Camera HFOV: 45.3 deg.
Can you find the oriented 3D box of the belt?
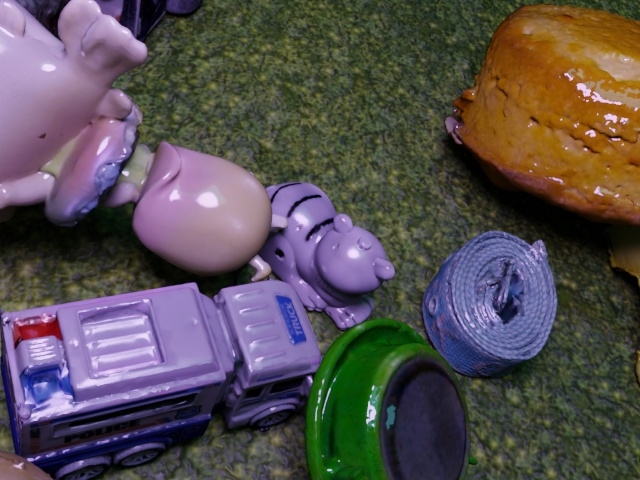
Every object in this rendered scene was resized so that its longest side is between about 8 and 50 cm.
[{"bbox_3d":[0.192,0.068,0.856,0.148,0.082,0.163,10,55,-17],"label":"belt"}]

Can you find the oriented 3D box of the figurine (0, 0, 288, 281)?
[{"bbox_3d":[-0.191,-0.082,0.675,0.394,0.274,0.226,29,51,-22],"label":"figurine"}]

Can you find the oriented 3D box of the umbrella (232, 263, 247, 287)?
[{"bbox_3d":[-0.088,0.003,0.840,0.022,0.022,0.148,30,47,-31],"label":"umbrella"}]

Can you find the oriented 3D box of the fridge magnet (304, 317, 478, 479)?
[{"bbox_3d":[0.067,0.174,0.696,0.208,0.088,0.207,15,70,-46],"label":"fridge magnet"}]

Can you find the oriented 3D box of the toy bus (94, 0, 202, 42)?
[{"bbox_3d":[-0.224,-0.475,1.003,0.249,0.209,0.439,24,52,0],"label":"toy bus"}]

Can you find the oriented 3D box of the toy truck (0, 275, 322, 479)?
[{"bbox_3d":[-0.130,0.108,0.667,0.268,0.155,0.124,-10,60,-25],"label":"toy truck"}]

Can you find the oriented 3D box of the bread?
[{"bbox_3d":[0.349,-0.168,0.961,0.359,0.204,0.337,18,30,16],"label":"bread"}]

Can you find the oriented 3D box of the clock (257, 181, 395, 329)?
[{"bbox_3d":[0.000,0.000,0.812,0.080,0.117,0.176,-34,72,-34],"label":"clock"}]

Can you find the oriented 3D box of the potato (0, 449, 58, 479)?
[{"bbox_3d":[-0.272,0.231,0.555,0.202,0.182,0.117,-49,46,-6],"label":"potato"}]

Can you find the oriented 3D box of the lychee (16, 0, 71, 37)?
[{"bbox_3d":[-0.399,-0.279,0.789,0.275,0.255,0.255,-9,50,23],"label":"lychee"}]

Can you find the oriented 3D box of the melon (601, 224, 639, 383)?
[{"bbox_3d":[0.466,0.073,0.921,0.169,0.129,0.265,10,53,-15],"label":"melon"}]
